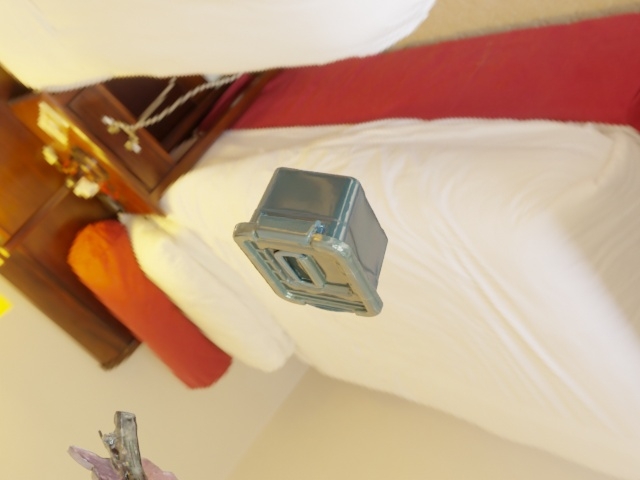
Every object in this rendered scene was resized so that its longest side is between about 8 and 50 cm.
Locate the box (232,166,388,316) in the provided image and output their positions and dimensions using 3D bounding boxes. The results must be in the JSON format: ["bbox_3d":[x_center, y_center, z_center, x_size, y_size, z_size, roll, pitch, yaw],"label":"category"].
[{"bbox_3d":[0.000,0.000,0.537,0.074,0.054,0.099,7,154,23],"label":"box"}]

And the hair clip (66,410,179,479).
[{"bbox_3d":[-0.220,0.288,1.079,0.146,0.056,0.187,26,-162,-48],"label":"hair clip"}]
